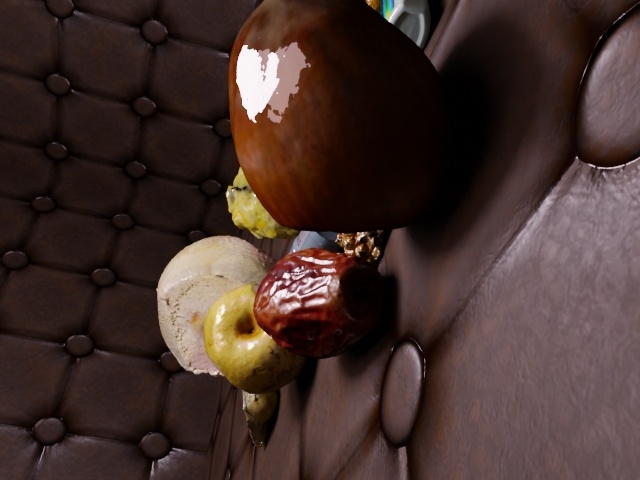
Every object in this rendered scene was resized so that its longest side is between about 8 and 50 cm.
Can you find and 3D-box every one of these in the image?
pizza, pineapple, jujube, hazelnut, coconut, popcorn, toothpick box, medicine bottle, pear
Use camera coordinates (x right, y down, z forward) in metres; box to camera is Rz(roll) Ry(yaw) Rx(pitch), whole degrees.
[{"bbox_3d":[-0.153,0.454,1.620,0.188,0.081,0.203,61,-152,-74],"label":"pizza"},{"bbox_3d":[0.088,-0.012,1.058,0.114,0.077,0.114,-43,69,51],"label":"pineapple"},{"bbox_3d":[-0.004,0.105,1.049,0.290,0.197,0.197,-20,57,58],"label":"jujube"},{"bbox_3d":[0.026,-0.178,0.865,0.366,0.366,0.365,-167,90,-78],"label":"hazelnut"},{"bbox_3d":[-0.285,0.172,1.771,0.404,0.405,0.404,-167,90,-78],"label":"coconut"},{"bbox_3d":[-0.096,-0.126,1.483,0.252,0.286,0.215,59,-171,22],"label":"popcorn"},{"bbox_3d":[0.000,0.000,1.313,0.153,0.101,0.101,121,159,-51],"label":"toothpick box"},{"bbox_3d":[0.153,-0.443,1.117,0.121,0.083,0.228,102,172,-50],"label":"medicine bottle"},{"bbox_3d":[-0.142,0.229,1.395,0.271,0.272,0.270,-167,90,-78],"label":"pear"}]

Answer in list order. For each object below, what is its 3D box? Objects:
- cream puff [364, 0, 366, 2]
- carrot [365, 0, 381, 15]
[{"bbox_3d":[0.100,-0.566,1.484,0.116,0.094,0.122,115,140,-55],"label":"cream puff"},{"bbox_3d":[0.094,-0.361,1.255,0.066,0.066,0.314,-102,19,-63],"label":"carrot"}]
